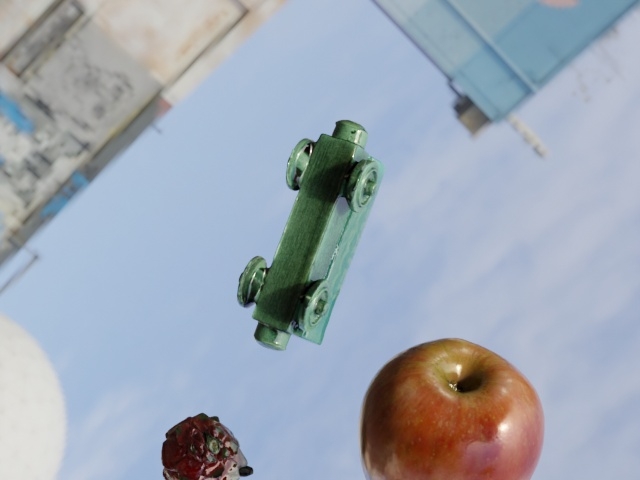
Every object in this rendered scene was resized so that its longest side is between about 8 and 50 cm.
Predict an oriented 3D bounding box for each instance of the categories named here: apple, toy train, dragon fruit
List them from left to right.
[{"bbox_3d":[-0.174,0.318,2.149,0.121,0.142,0.130,9,-109,33],"label":"dragon fruit"},{"bbox_3d":[0.000,0.000,1.510,0.248,0.101,0.159,-69,162,-3],"label":"toy train"},{"bbox_3d":[0.163,0.261,1.890,0.242,0.242,0.241,-83,-177,-57],"label":"apple"}]
